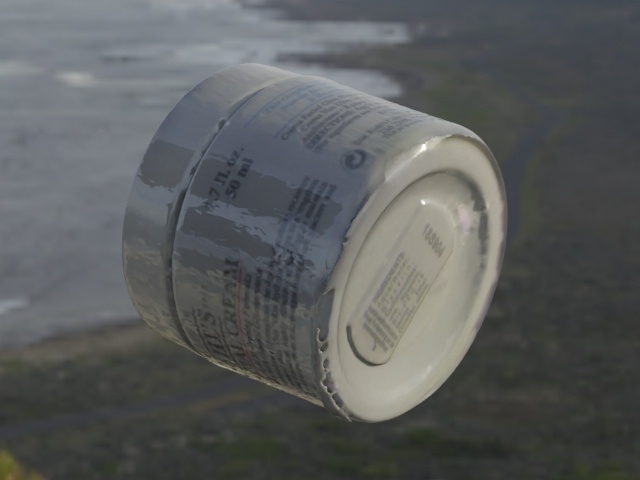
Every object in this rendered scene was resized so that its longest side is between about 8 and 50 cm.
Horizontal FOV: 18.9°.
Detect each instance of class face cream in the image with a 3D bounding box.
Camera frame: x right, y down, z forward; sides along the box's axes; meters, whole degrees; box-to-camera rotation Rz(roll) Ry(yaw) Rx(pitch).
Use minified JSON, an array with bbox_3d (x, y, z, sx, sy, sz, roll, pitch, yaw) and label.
[{"bbox_3d":[0.000,0.000,1.092,0.153,0.177,0.177,21,20,36],"label":"face cream"}]
